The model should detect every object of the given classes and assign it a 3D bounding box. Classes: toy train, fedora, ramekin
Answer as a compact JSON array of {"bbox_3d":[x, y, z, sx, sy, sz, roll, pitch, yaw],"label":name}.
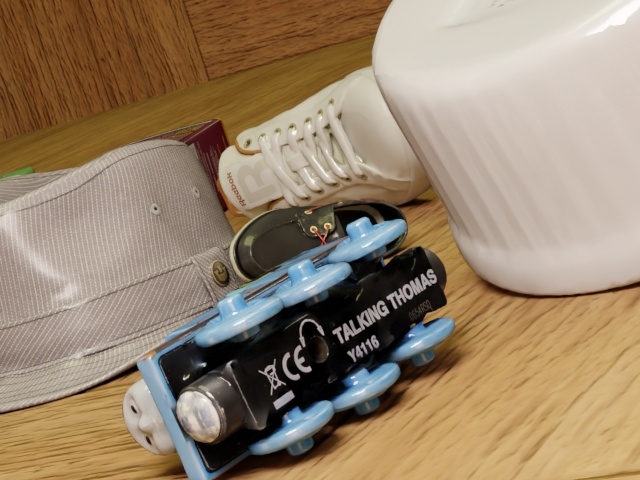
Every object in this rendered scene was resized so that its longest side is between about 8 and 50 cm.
[{"bbox_3d":[-0.015,0.051,0.834,0.105,0.080,0.184,-21,7,44],"label":"toy train"},{"bbox_3d":[-0.159,0.009,1.180,0.244,0.124,0.275,-9,13,42],"label":"fedora"},{"bbox_3d":[0.162,-0.111,0.959,0.277,0.135,0.277,-30,25,15],"label":"ramekin"}]

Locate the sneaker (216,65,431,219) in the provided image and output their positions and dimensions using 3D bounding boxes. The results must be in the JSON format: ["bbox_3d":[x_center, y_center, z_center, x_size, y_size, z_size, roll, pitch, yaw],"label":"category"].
[{"bbox_3d":[-0.004,-0.055,1.368,0.123,0.106,0.290,-24,0,-20],"label":"sneaker"}]

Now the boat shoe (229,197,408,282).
[{"bbox_3d":[0.000,-0.002,1.149,0.133,0.049,0.042,-11,-2,-40],"label":"boat shoe"}]

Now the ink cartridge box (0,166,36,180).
[{"bbox_3d":[-0.335,0.013,1.578,0.160,0.092,0.219,-18,9,5],"label":"ink cartridge box"}]

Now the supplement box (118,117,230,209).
[{"bbox_3d":[-0.147,-0.051,1.630,0.104,0.080,0.188,-15,10,13],"label":"supplement box"}]
